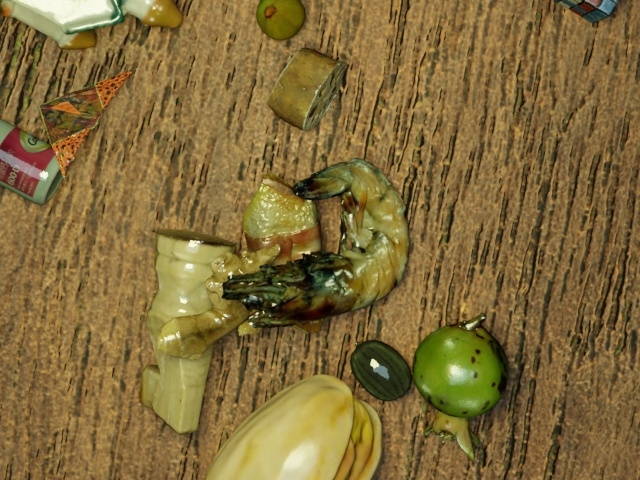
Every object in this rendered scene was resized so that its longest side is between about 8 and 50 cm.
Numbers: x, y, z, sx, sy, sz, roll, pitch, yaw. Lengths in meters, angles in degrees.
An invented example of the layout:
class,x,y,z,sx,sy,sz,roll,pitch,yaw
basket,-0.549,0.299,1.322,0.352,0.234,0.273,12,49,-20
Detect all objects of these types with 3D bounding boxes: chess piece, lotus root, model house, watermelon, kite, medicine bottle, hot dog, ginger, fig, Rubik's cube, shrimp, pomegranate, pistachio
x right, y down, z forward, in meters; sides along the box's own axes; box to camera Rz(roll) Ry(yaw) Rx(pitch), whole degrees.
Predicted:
class,x,y,z,sx,sy,sz,roll,pitch,yaw
chess piece,-0.209,0.136,1.682,0.137,0.137,0.301,8,95,-3
lotus root,-0.020,-0.230,1.670,0.081,0.112,0.122,32,94,2
model house,-0.339,-0.398,1.631,0.300,0.190,0.271,31,93,-16
watermelon,0.092,0.200,1.726,0.110,0.078,0.078,43,92,-4
kite,-0.381,-0.193,1.687,0.125,0.008,0.222,14,60,25
medicine bottle,-0.493,-0.140,1.671,0.216,0.090,0.090,28,93,-4
hot dog,-0.053,0.018,1.692,0.123,0.093,0.262,-11,106,-21
ginger,-0.148,0.089,1.603,0.214,0.059,0.133,-21,118,-23
fig,-0.063,-0.341,1.673,0.074,0.088,0.074,0,91,16
Rubik's cube,0.410,-0.395,1.682,0.092,0.092,0.092,29,93,-5
shrimp,0.000,0.000,1.621,0.365,0.071,0.233,-8,99,-40
pomegranate,0.221,0.224,1.701,0.156,0.156,0.220,-17,114,-1
pistachio,-0.049,0.345,1.670,0.230,0.230,0.309,44,87,-4
